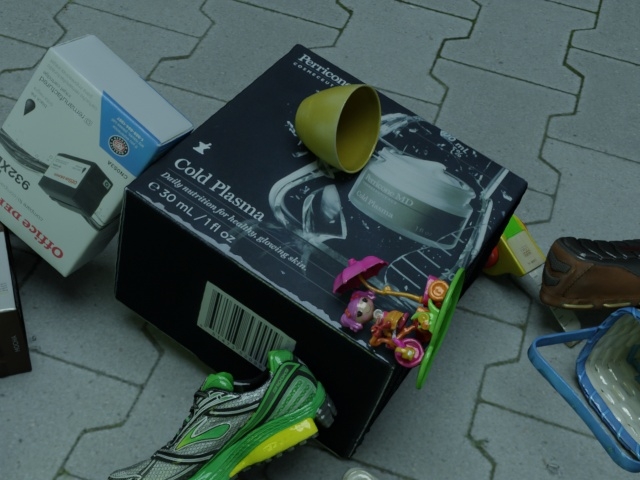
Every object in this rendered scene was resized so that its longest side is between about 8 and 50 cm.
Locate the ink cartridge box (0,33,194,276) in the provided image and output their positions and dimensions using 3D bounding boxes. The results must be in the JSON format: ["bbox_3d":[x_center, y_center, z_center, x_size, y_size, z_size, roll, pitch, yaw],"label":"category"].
[{"bbox_3d":[-0.384,-0.130,1.500,0.223,0.307,0.129,41,28,-1],"label":"ink cartridge box"}]

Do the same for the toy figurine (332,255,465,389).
[{"bbox_3d":[0.090,0.092,1.271,0.159,0.130,0.173,19,74,14],"label":"toy figurine"}]

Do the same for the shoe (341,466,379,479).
[{"bbox_3d":[0.096,0.416,1.380,0.076,0.058,0.219,-16,52,-21],"label":"shoe"}]

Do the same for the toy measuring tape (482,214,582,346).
[{"bbox_3d":[0.358,0.057,1.742,0.121,0.121,0.330,-26,79,-28],"label":"toy measuring tape"}]

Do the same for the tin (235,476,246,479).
[{"bbox_3d":[-0.105,0.420,1.367,0.189,0.040,0.106,37,57,25],"label":"tin"}]

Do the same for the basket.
[{"bbox_3d":[0.498,0.229,1.510,0.289,0.201,0.255,-13,51,-31],"label":"basket"}]

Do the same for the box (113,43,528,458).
[{"bbox_3d":[0.000,0.000,1.559,0.480,0.297,0.472,33,49,11],"label":"box"}]

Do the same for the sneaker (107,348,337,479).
[{"bbox_3d":[-0.157,0.271,1.363,0.343,0.134,0.146,-30,96,-2],"label":"sneaker"}]

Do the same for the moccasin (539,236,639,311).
[{"bbox_3d":[0.555,0.085,1.696,0.380,0.147,0.139,1,29,-32],"label":"moccasin"}]

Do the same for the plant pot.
[{"bbox_3d":[0.019,-0.177,1.443,0.095,0.134,0.134,16,45,30],"label":"plant pot"}]

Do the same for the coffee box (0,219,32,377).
[{"bbox_3d":[-0.559,0.063,1.546,0.118,0.168,0.297,-11,49,-16],"label":"coffee box"}]
